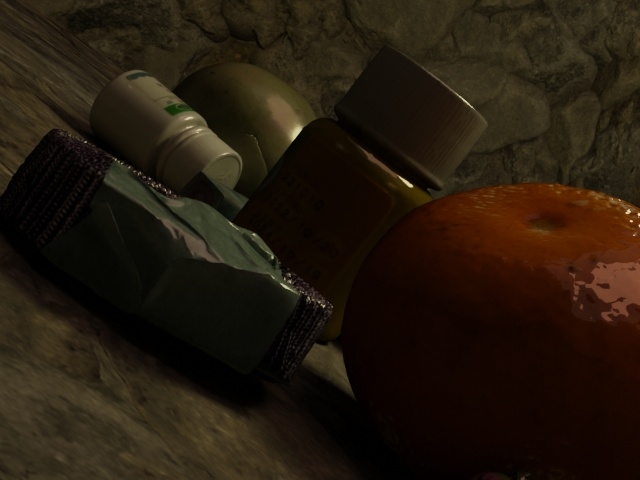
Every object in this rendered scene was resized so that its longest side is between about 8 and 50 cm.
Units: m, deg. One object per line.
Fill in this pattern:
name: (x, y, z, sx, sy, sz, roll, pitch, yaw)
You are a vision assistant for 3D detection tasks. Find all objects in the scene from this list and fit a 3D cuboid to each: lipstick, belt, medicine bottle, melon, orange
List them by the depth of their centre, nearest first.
belt: (-0.137, 0.015, 0.991, 0.325, 0.122, 0.260, 35, 1, -25)
orange: (0.228, 0.122, 1.163, 0.424, 0.326, 0.424, -3, 24, 1)
medicine bottle: (0.045, -0.067, 1.490, 0.224, 0.384, 0.224, 37, 6, -5)
lipstick: (-0.118, -0.021, 1.681, 0.076, 0.077, 0.290, 45, 7, 31)
medicine bottle: (-0.244, -0.158, 1.686, 0.237, 0.139, 0.139, 38, 4, 23)
melon: (-0.126, -0.165, 1.850, 0.330, 0.268, 0.268, 41, 6, 34)

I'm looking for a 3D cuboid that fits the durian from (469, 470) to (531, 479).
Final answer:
durian: (0.168, 0.262, 0.926, 0.119, 0.108, 0.187, 38, 5, 7)
